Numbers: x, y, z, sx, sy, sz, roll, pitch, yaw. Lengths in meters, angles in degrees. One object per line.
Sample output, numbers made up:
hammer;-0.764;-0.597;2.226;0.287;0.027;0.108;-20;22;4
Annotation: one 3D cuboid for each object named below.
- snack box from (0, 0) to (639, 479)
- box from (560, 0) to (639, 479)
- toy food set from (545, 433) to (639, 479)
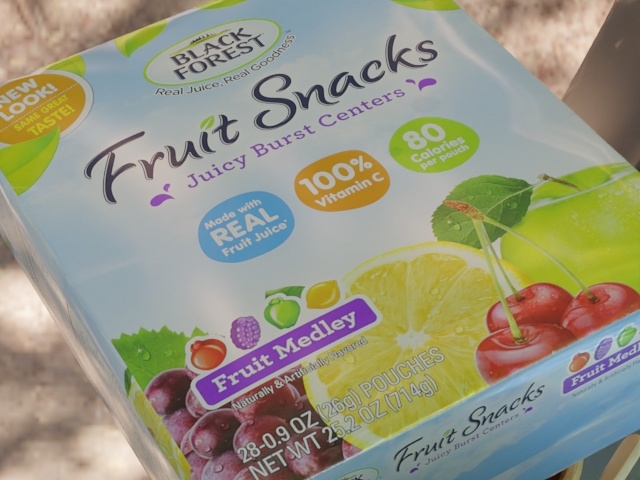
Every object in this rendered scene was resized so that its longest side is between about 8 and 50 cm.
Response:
snack box;0.000;0.000;0.531;0.174;0.207;0.070;-25;138;-18
box;0.397;0.082;1.400;0.472;0.480;0.297;32;173;-13
toy food set;0.103;0.150;0.957;0.038;0.132;0.192;42;158;-15
